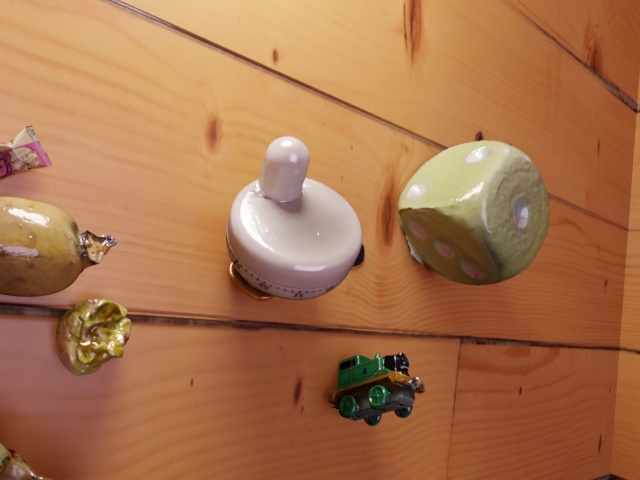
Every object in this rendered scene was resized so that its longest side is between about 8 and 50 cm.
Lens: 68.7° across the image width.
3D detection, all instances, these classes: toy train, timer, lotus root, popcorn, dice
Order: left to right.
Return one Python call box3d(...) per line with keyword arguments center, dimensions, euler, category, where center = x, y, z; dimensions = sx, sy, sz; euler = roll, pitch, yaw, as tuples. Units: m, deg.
box3d(center=(-0.385, 0.009, 0.617), dimensions=(0.220, 0.118, 0.125), euler=(9, 102, -34), category="lotus root")
box3d(center=(-0.330, 0.137, 0.679), dimensions=(0.097, 0.089, 0.109), euler=(36, 73, -20), category="popcorn")
box3d(center=(-0.041, -0.026, 0.790), dimensions=(0.233, 0.240, 0.234), euler=(11, 46, -11), category="timer")
box3d(center=(0.107, 0.290, 0.943), dimensions=(0.091, 0.227, 0.136), euler=(30, 43, -33), category="toy train")
box3d(center=(0.351, -0.063, 1.081), dimensions=(0.254, 0.249, 0.252), euler=(-49, 116, -26), category="dice")

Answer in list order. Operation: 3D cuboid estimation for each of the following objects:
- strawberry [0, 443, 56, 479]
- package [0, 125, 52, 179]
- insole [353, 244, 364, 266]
box3d(center=(-0.450, 0.396, 0.506), dimensions=(0.345, 0.295, 0.317), euler=(-40, 137, 6), category="strawberry")
box3d(center=(-0.423, -0.117, 0.639), dimensions=(0.083, 0.029, 0.059), euler=(-26, 113, -23), category="package")
box3d(center=(0.000, 0.000, 0.971), dimensions=(0.253, 0.005, 0.086), euler=(17, 80, -36), category="insole")
